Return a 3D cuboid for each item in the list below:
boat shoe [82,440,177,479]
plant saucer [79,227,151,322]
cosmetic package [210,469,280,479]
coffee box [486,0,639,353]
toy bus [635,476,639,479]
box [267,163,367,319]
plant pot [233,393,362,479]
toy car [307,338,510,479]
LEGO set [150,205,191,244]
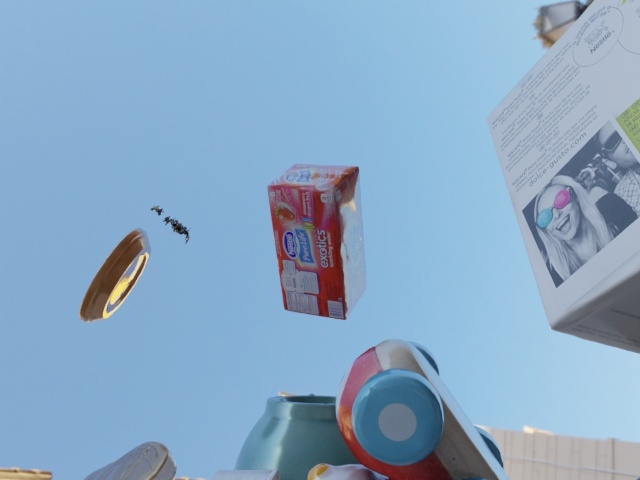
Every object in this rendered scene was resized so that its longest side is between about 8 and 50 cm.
[{"bbox_3d":[-0.286,0.385,0.951,0.096,0.277,0.098,49,-139,-11],"label":"boat shoe"},{"bbox_3d":[-0.374,0.070,1.162,0.037,0.200,0.200,30,-118,-2],"label":"plant saucer"},{"bbox_3d":[-0.132,0.384,0.784,0.239,0.099,0.060,-42,-60,-67],"label":"cosmetic package"},{"bbox_3d":[0.446,-0.090,0.674,0.338,0.338,0.334,16,-133,-22],"label":"coffee box"},{"bbox_3d":[0.422,0.260,0.645,0.333,0.130,0.108,-29,-85,-46],"label":"toy bus"},{"bbox_3d":[0.000,0.000,1.121,0.122,0.128,0.256,-49,-41,-54],"label":"box"},{"bbox_3d":[-0.006,0.362,1.042,0.293,0.293,0.196,8,-101,-35],"label":"plant pot"},{"bbox_3d":[0.043,0.235,0.589,0.238,0.219,0.210,-36,-97,7],"label":"toy car"},{"bbox_3d":[-0.227,-0.028,0.969,0.023,0.054,0.083,-50,-32,-18],"label":"LEGO set"}]
